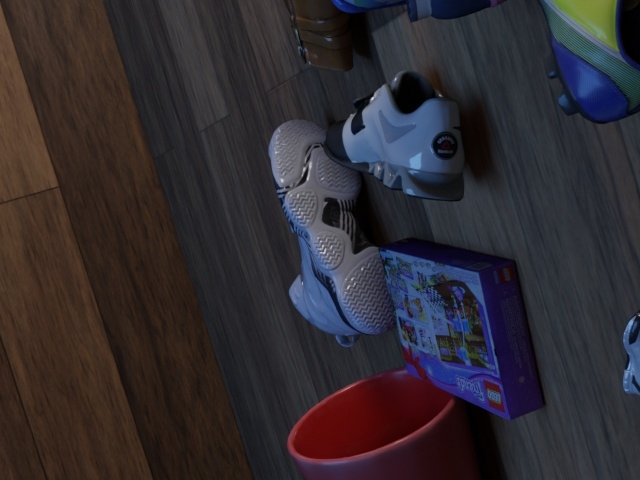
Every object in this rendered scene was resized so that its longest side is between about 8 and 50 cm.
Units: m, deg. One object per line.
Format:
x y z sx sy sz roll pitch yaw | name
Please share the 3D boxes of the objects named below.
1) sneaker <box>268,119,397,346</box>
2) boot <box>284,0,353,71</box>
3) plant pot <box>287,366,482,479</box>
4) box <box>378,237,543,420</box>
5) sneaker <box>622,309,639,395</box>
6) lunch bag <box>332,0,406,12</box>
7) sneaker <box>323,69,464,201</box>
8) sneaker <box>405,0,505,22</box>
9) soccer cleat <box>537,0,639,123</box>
0.000 0.000 1.881 0.365 0.137 0.210 64 157 11 | sneaker
0.004 -0.335 1.615 0.283 0.109 0.220 -147 44 -64 | boot
0.119 0.353 1.733 0.275 0.275 0.243 13 127 67 | plant pot
0.184 0.111 1.609 0.293 0.057 0.200 16 122 66 | box
0.344 0.120 1.236 0.044 0.040 0.109 24 134 43 | sneaker
0.058 -0.372 1.347 0.219 0.176 0.090 64 159 18 | lunch bag
0.103 -0.152 1.546 0.330 0.123 0.146 -151 65 -64 | sneaker
0.144 -0.380 1.249 0.112 0.131 0.318 62 -155 -74 | sneaker
0.249 -0.252 1.117 0.121 0.093 0.289 -28 74 39 | soccer cleat
